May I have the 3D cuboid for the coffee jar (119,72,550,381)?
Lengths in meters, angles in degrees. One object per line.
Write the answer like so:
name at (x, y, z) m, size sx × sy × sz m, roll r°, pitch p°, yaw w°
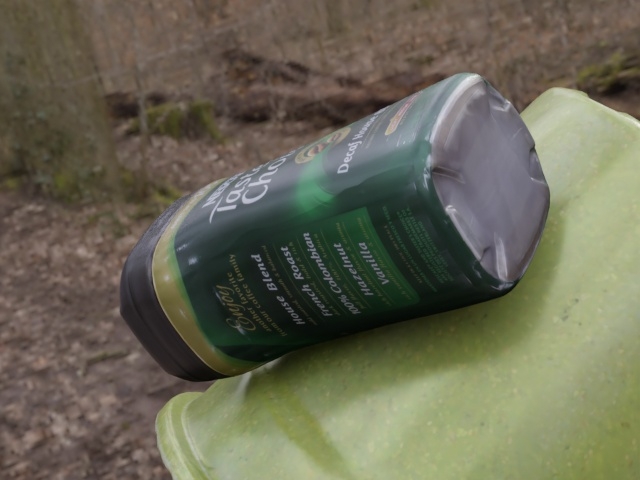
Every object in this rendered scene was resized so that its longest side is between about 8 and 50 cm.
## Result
coffee jar at (0.000, 0.000, 0.524) m, size 0.184 × 0.079 × 0.096 m, roll -21°, pitch 23°, yaw 36°

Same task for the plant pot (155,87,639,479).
plant pot at (0.104, 0.075, 0.600) m, size 0.254 × 0.276 × 0.276 m, roll -51°, pitch 6°, yaw 3°
